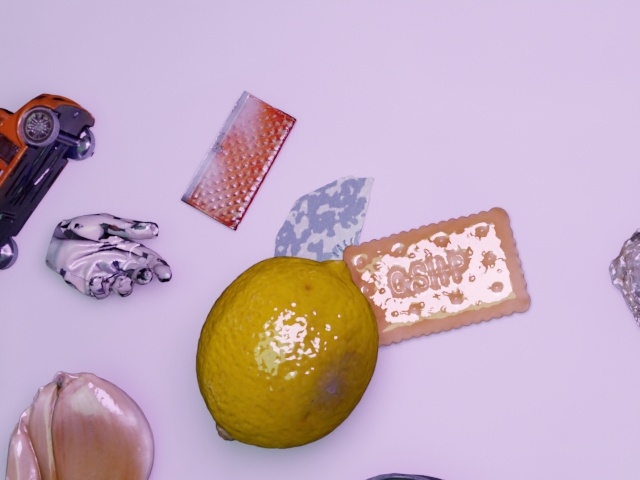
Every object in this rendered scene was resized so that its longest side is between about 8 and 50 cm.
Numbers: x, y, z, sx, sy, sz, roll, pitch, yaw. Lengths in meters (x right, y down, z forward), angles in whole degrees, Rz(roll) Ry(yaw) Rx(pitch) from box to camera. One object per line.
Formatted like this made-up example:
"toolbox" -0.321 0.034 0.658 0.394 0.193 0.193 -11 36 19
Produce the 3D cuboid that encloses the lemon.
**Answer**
"lemon" -0.045 0.152 1.382 0.267 0.267 0.267 -1 84 13

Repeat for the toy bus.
"toy bus" -0.498 -0.098 1.562 0.153 0.143 0.329 37 94 14

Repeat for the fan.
"fan" 0.000 0.000 1.505 0.131 0.009 0.240 31 91 15

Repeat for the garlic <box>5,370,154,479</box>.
"garlic" -0.354 0.302 1.508 0.217 0.110 0.228 8 97 2

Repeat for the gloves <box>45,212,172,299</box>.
"gloves" -0.311 0.031 1.526 0.212 0.111 0.128 20 64 17

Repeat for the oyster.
"oyster" 0.472 0.069 1.365 0.125 0.064 0.177 -45 76 10

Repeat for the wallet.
"wallet" -0.125 -0.122 1.541 0.103 0.020 0.197 30 92 14

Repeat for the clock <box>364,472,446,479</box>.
"clock" 0.126 0.467 1.351 0.312 0.061 0.313 -4 83 32

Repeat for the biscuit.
"biscuit" 0.164 0.054 1.446 0.249 0.030 0.160 -14 82 9
